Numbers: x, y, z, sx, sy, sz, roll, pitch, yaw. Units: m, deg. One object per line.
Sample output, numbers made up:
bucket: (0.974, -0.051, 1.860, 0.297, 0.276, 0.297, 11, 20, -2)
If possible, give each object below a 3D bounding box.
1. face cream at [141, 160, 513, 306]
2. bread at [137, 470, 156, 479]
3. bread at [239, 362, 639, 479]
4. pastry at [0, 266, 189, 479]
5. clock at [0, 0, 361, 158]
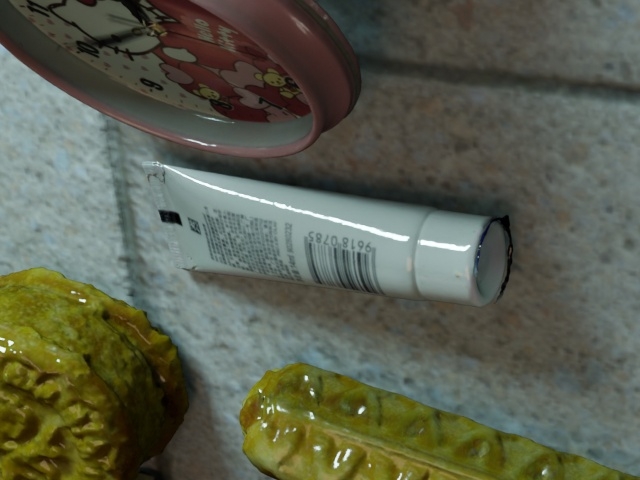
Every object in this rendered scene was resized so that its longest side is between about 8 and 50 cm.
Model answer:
face cream: (0.000, 0.000, 1.117, 0.243, 0.058, 0.092, 8, 132, 27)
bread: (-0.175, 0.254, 1.375, 0.139, 0.060, 0.178, 9, 126, 18)
bread: (0.117, 0.167, 1.158, 0.367, 0.077, 0.084, 18, 96, 12)
pastry: (-0.194, 0.113, 1.254, 0.188, 0.103, 0.189, 13, 128, 16)
clock: (-0.092, -0.125, 1.014, 0.244, 0.056, 0.244, 20, 162, 7)
